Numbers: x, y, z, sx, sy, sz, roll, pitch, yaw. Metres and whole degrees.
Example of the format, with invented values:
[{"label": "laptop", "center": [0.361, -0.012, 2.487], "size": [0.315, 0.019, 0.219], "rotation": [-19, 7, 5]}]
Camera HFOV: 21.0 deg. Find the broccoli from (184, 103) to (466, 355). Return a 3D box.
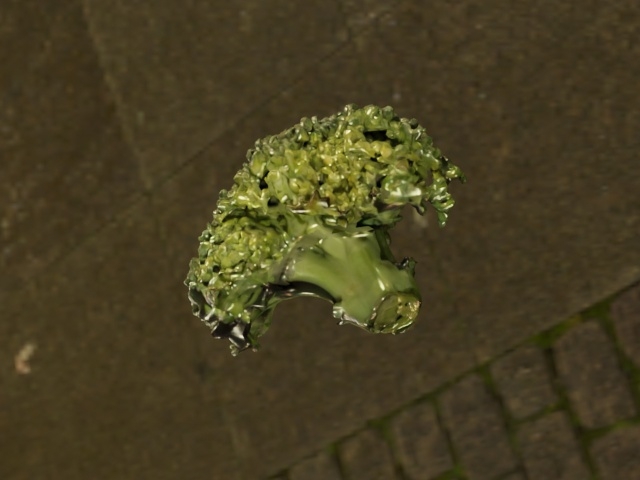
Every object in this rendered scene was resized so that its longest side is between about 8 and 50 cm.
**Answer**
[{"label": "broccoli", "center": [0.000, 0.000, 0.672], "size": [0.092, 0.097, 0.095], "rotation": [52, 145, 22]}]
